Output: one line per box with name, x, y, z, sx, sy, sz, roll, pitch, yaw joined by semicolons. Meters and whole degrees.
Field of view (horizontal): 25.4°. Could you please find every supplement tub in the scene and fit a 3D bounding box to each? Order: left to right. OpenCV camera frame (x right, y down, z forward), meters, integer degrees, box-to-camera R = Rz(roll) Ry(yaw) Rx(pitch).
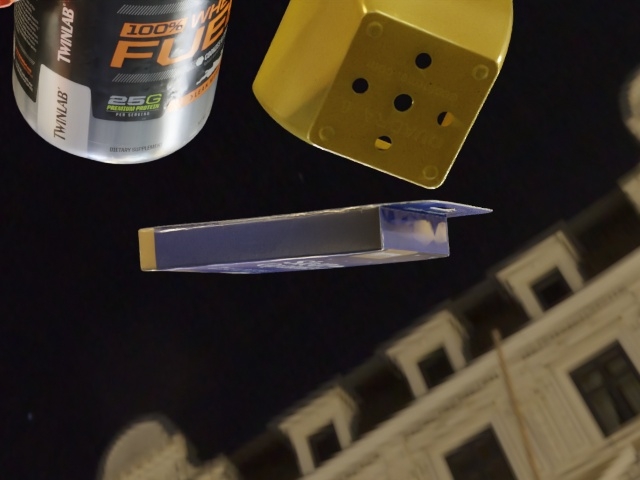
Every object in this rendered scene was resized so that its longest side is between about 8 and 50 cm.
supplement tub;-0.172;-0.235;1.251;0.194;0.193;0.316;0;-39;-13

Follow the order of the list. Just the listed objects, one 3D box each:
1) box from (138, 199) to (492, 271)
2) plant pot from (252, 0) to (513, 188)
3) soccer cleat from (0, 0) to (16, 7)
box;0.000;0.000;1.025;0.225;0.136;0.036;-7;-95;24
plant pot;0.071;-0.169;1.407;0.212;0.187;0.212;20;-68;-14
soccer cleat;-0.166;-0.122;0.450;0.196;0.076;0.068;15;-54;0
